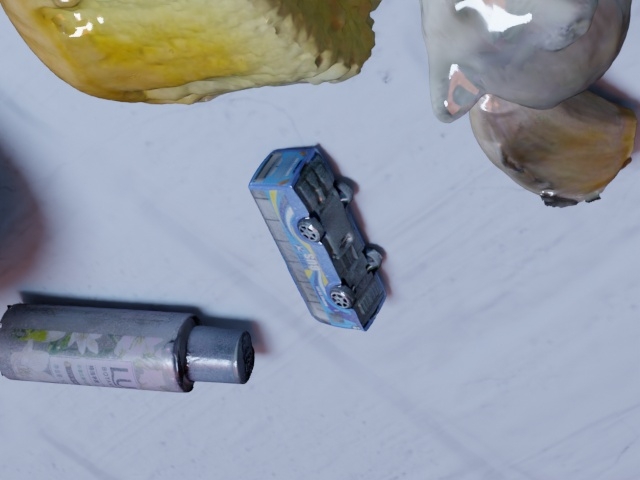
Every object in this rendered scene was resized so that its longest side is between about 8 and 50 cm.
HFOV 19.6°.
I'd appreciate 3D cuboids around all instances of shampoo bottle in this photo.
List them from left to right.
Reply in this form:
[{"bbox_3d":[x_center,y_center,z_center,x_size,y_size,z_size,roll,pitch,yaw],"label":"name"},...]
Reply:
[{"bbox_3d":[-0.160,0.089,1.522,0.214,0.072,0.072,3,134,19],"label":"shampoo bottle"}]

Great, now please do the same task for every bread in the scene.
[{"bbox_3d":[-0.076,-0.159,1.093,0.204,0.262,0.163,-3,106,28],"label":"bread"}]

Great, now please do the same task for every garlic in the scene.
[{"bbox_3d":[0.142,-0.078,1.233,0.152,0.066,0.084,23,117,-23],"label":"garlic"}]

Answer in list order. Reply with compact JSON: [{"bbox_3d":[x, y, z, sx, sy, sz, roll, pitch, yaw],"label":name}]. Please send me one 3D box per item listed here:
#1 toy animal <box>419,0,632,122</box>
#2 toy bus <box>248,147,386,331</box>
[{"bbox_3d":[0.138,-0.217,1.019,0.308,0.188,0.266,-24,112,42],"label":"toy animal"},{"bbox_3d":[0.000,0.000,1.383,0.061,0.051,0.153,6,137,34],"label":"toy bus"}]
